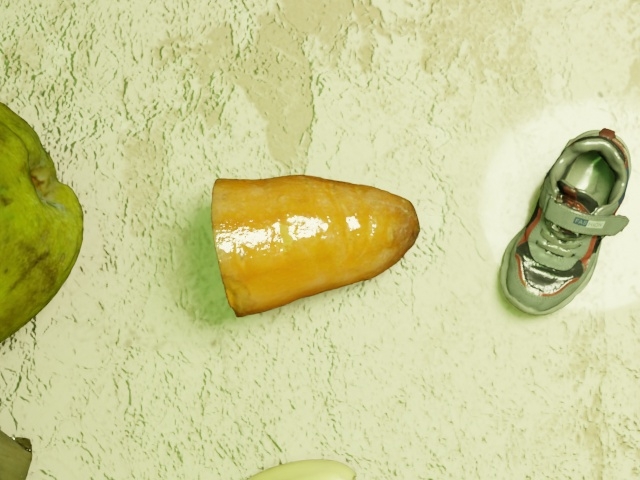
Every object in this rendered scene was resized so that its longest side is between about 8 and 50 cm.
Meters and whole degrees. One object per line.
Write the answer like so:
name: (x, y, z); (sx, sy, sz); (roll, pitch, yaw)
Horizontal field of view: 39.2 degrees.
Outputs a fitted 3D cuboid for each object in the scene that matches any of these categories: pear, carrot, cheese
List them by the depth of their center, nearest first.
pear: (-0.477, -0.015, 0.970); (0.413, 0.352, 0.352); (-15, 83, -4)
carrot: (0.000, 0.000, 0.998); (0.225, 0.159, 0.159); (-5, 85, -2)
cheese: (-0.083, 0.317, 1.026); (0.255, 0.050, 0.127); (-3, 85, 8)

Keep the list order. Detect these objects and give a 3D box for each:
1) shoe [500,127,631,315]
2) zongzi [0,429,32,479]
shoe: (0.277, -0.023, 0.973); (0.099, 0.125, 0.228); (25, 87, 6)
zongzi: (-0.578, 0.235, 0.932); (0.446, 0.418, 0.182); (-2, 65, 4)
